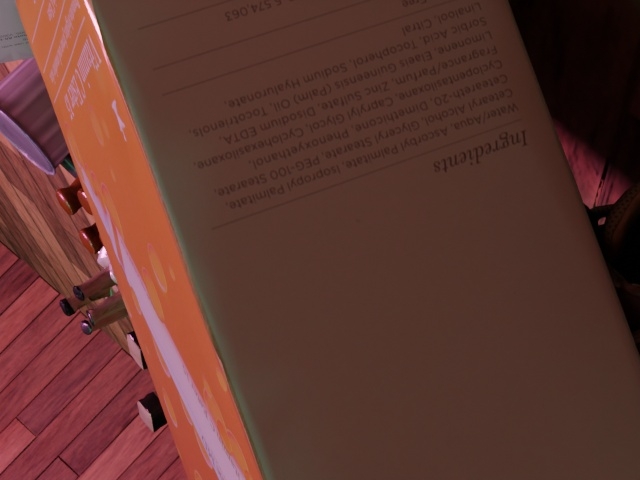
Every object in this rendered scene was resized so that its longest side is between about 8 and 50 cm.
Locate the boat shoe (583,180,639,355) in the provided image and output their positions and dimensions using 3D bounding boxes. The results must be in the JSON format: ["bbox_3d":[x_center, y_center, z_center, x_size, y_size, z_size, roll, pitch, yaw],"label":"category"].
[{"bbox_3d":[0.179,0.020,0.642,0.130,0.132,0.355,61,158,-4],"label":"boat shoe"}]

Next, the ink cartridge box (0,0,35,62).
[{"bbox_3d":[-0.243,-0.226,0.956,0.212,0.093,0.154,86,174,-72],"label":"ink cartridge box"}]

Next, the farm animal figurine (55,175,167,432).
[{"bbox_3d":[-0.025,0.068,1.020,0.330,0.172,0.327,52,157,10],"label":"farm animal figurine"}]

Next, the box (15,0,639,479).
[{"bbox_3d":[0.000,0.000,0.668,0.215,0.168,0.345,157,93,-75],"label":"box"}]

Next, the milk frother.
[{"bbox_3d":[-0.172,-0.118,1.127,0.129,0.135,0.143,43,166,0],"label":"milk frother"}]
